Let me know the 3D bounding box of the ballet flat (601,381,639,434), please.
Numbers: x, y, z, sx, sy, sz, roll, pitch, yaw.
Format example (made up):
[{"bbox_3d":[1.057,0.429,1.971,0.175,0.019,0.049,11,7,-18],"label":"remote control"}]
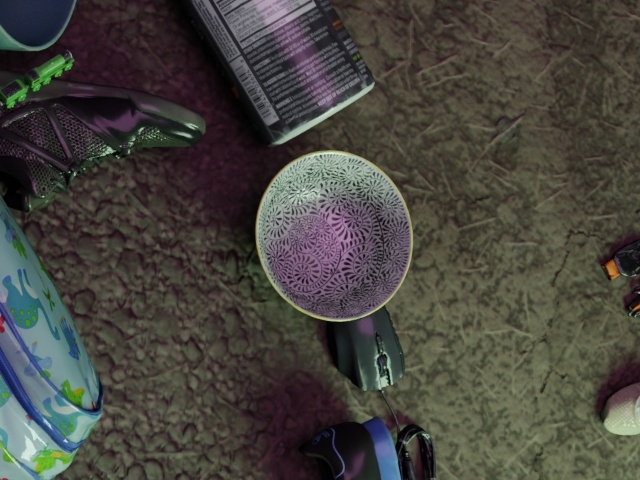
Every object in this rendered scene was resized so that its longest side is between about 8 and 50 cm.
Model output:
[{"bbox_3d":[0.392,0.180,1.602,0.168,0.052,0.057,-10,87,-24],"label":"ballet flat"}]

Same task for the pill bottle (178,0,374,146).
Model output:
[{"bbox_3d":[-0.059,-0.227,1.418,0.130,0.130,0.245,-33,96,-24],"label":"pill bottle"}]

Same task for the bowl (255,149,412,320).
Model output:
[{"bbox_3d":[0.000,0.000,1.439,0.170,0.080,0.170,4,80,-23],"label":"bowl"}]

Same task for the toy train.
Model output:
[{"bbox_3d":[-0.257,-0.148,1.298,0.083,0.023,0.017,-39,83,-26],"label":"toy train"}]

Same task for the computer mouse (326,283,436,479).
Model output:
[{"bbox_3d":[0.070,0.159,1.469,0.071,0.041,0.242,-23,93,-26],"label":"computer mouse"}]

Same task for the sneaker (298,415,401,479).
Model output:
[{"bbox_3d":[0.045,0.295,1.424,0.090,0.081,0.232,-14,86,-15],"label":"sneaker"}]

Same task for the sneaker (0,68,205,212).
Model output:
[{"bbox_3d":[-0.223,-0.083,1.352,0.228,0.087,0.130,5,82,-20],"label":"sneaker"}]

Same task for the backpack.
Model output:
[{"bbox_3d":[-0.332,0.058,1.179,0.273,0.290,0.355,-11,93,-10],"label":"backpack"}]

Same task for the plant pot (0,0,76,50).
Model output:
[{"bbox_3d":[-0.347,-0.307,1.251,0.195,0.290,0.290,-1,81,12],"label":"plant pot"}]

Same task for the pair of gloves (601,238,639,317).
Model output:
[{"bbox_3d":[0.363,0.044,1.632,0.074,0.010,0.083,-32,93,-23],"label":"pair of gloves"}]
